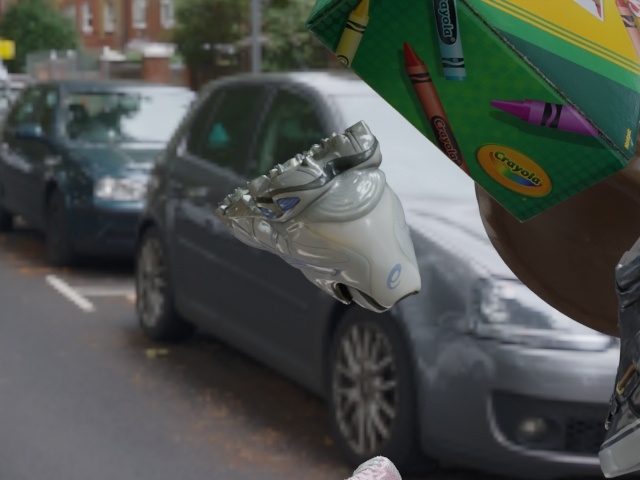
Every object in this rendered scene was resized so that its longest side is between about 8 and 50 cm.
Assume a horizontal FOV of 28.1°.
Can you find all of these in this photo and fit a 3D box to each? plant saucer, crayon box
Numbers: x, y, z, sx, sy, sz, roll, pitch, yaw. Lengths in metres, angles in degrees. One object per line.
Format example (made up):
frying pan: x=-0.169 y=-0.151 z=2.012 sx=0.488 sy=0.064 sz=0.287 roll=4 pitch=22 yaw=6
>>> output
plant saucer: x=0.251 y=-0.006 z=1.143 sx=0.278 sy=0.278 sz=0.041 roll=7 pitch=46 yaw=45
crayon box: x=0.109 y=-0.166 z=0.731 sx=0.081 sy=0.165 sz=0.278 roll=-32 pitch=26 yaw=41

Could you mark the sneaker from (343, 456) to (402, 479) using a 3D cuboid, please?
sneaker: x=0.033 y=0.234 z=1.196 sx=0.134 sy=0.070 sz=0.051 roll=25 pitch=-50 yaw=-39

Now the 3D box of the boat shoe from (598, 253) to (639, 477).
boat shoe: x=0.173 y=0.058 z=0.629 sx=0.065 sy=0.083 sz=0.183 roll=-13 pitch=-22 yaw=-11

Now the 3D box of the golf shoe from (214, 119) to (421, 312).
golf shoe: x=0.000 y=0.000 z=0.606 sx=0.069 sy=0.086 sz=0.176 roll=-32 pitch=5 yaw=-8
